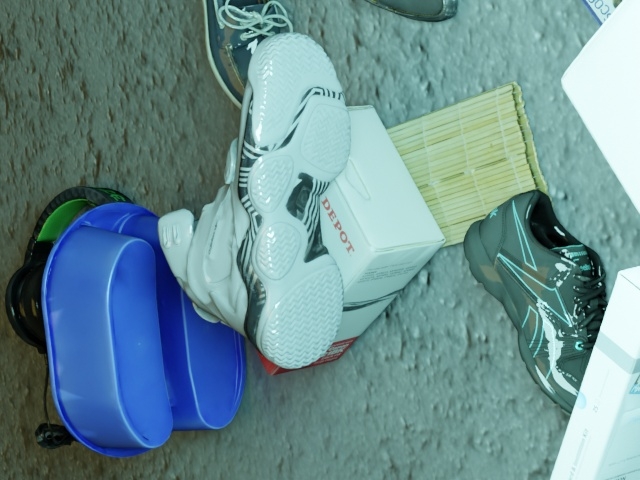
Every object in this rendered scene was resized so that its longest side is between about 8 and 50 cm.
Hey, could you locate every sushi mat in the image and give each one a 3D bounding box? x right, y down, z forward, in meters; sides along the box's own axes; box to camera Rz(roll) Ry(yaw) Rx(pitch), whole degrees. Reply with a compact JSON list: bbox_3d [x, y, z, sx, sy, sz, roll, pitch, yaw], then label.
[{"bbox_3d":[0.133,-0.068,1.967,0.316,0.019,0.151,-17,86,53],"label":"sushi mat"}]

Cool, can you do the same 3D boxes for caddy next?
[{"bbox_3d":[-0.242,0.121,2.319,0.179,0.241,0.341,2,100,47],"label":"caddy"}]

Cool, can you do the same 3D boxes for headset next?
[{"bbox_3d":[-0.336,0.118,2.560,0.243,0.185,0.394,26,103,42],"label":"headset"}]

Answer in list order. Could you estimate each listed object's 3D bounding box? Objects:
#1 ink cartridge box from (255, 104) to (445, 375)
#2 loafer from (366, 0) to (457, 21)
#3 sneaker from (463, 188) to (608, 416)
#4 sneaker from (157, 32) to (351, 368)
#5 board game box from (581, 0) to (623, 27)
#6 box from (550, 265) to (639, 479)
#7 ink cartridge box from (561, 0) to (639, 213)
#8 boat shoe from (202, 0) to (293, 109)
[{"bbox_3d":[0.000,0.000,2.047,0.273,0.114,0.197,-51,58,46],"label":"ink cartridge box"},{"bbox_3d":[0.082,-0.276,1.947,0.170,0.061,0.062,23,115,47],"label":"loafer"},{"bbox_3d":[0.246,0.070,1.791,0.106,0.101,0.267,-44,70,35],"label":"sneaker"},{"bbox_3d":[-0.081,-0.053,1.931,0.210,0.137,0.366,17,113,46],"label":"sneaker"},{"bbox_3d":[0.287,-0.283,1.668,0.201,0.035,0.136,57,136,10],"label":"board game box"},{"bbox_3d":[0.233,0.092,1.150,0.038,0.145,0.186,43,133,41],"label":"box"},{"bbox_3d":[0.416,-0.080,1.302,0.279,0.384,0.160,62,142,21],"label":"ink cartridge box"},{"bbox_3d":[-0.090,-0.277,2.149,0.079,0.095,0.255,140,122,-61],"label":"boat shoe"}]
